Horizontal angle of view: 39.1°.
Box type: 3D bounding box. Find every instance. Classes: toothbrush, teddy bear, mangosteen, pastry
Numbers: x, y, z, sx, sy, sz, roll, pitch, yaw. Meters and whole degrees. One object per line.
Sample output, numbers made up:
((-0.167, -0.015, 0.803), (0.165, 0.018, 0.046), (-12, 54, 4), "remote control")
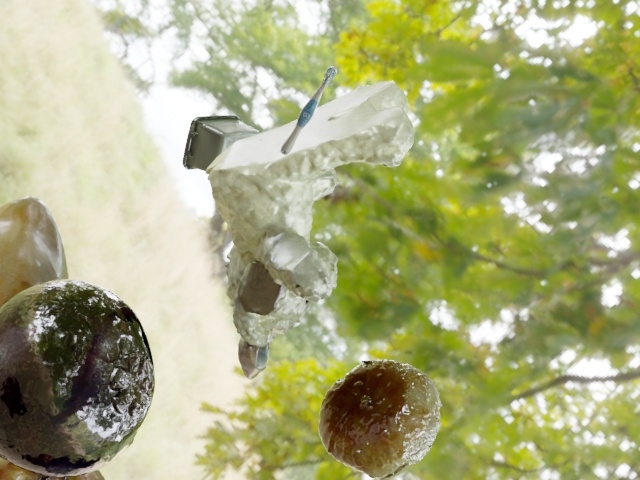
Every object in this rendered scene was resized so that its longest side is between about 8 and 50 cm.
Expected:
((-0.014, -0.136, 0.961), (0.014, 0.017, 0.162), (32, -31, -4), "toothbrush")
((0.000, 0.000, 1.351), (0.327, 0.375, 0.362), (-92, 162, -64), "teddy bear")
((-0.274, 0.138, 0.908), (0.230, 0.194, 0.194), (-5, -45, 34), "mangosteen")
((0.090, 0.272, 1.399), (0.192, 0.182, 0.093), (13, -24, 48), "pastry")

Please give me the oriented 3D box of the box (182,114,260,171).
((-0.209, -0.204, 1.970), (0.093, 0.124, 0.172), (24, 21, 26), "box")

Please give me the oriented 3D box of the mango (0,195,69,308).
((-0.492, 0.083, 1.416), (0.221, 0.199, 0.384), (64, 15, -47), "mango")

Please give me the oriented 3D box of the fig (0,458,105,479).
((-0.416, 0.406, 1.332), (0.224, 0.224, 0.263), (42, -18, 35), "fig")
